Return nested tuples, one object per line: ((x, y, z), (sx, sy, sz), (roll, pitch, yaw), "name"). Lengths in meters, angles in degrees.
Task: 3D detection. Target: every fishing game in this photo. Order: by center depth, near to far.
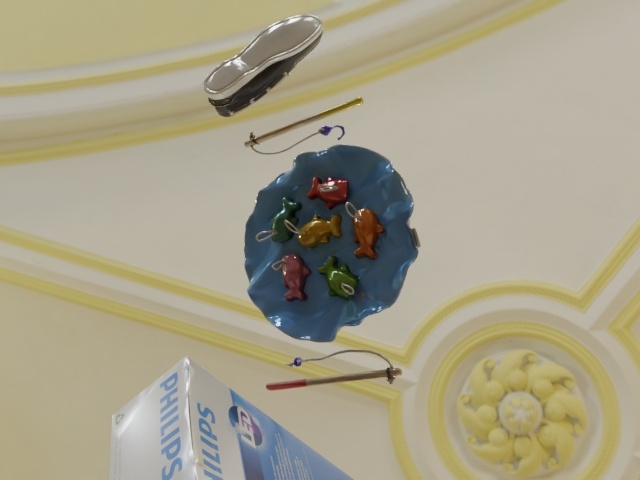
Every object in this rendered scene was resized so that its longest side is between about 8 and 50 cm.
((0.000, 0.000, 0.637), (0.189, 0.041, 0.264), (-12, -107, 29), "fishing game")

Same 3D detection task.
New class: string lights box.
((-0.024, 0.208, 0.491), (0.077, 0.260, 0.133), (-39, -149, 10), "string lights box")

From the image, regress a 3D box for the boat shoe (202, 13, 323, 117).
((-0.047, -0.157, 0.637), (0.125, 0.038, 0.046), (-40, -124, -11), "boat shoe")
